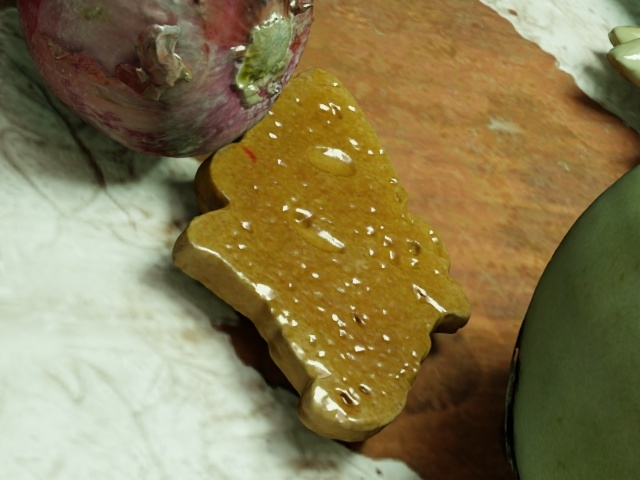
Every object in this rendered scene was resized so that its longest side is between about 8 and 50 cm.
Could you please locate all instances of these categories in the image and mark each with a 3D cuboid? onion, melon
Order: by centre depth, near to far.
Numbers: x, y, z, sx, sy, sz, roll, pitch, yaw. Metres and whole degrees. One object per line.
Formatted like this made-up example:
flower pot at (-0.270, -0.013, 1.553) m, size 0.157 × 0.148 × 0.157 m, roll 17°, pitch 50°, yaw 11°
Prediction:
melon at (0.226, 0.081, 0.822) m, size 0.268 × 0.268 × 0.330 m, roll 26°, pitch 33°, yaw -16°
onion at (-0.100, -0.137, 0.884) m, size 0.195 × 0.159 × 0.159 m, roll 31°, pitch 33°, yaw 28°

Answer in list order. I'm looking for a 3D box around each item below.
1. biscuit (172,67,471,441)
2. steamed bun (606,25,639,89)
biscuit at (0.000, 0.000, 0.904) m, size 0.183 × 0.043 × 0.280 m, roll 22°, pitch 37°, yaw -25°
steamed bun at (0.351, -0.113, 1.212) m, size 0.428 × 0.189 × 0.247 m, roll 47°, pitch 10°, yaw 8°
